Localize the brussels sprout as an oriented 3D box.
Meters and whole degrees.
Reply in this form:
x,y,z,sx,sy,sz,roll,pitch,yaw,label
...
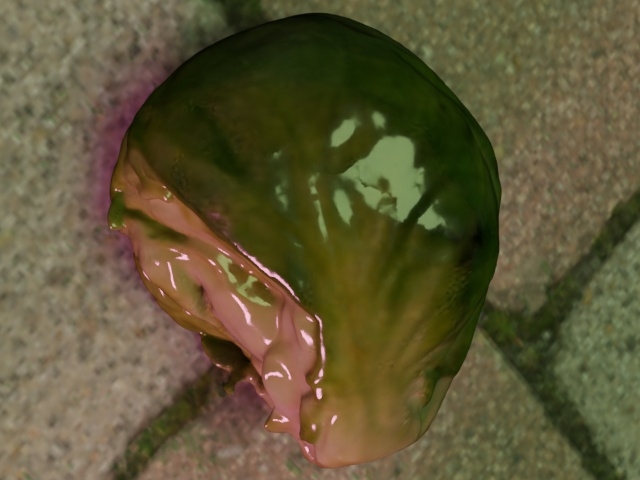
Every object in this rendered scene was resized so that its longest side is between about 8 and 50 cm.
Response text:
x,y,z,sx,sy,sz,roll,pitch,yaw,label
0.006,-0.005,0.713,0.145,0.131,0.183,-40,110,-15,brussels sprout
